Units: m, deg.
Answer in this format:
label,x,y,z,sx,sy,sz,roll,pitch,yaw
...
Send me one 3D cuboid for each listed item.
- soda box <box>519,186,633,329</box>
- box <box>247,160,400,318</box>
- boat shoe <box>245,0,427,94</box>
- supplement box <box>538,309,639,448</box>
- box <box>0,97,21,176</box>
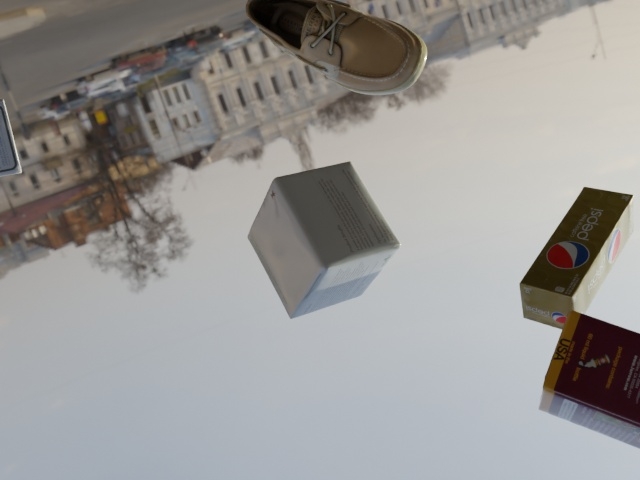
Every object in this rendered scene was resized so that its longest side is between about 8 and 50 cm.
label,x,y,z,sx,sy,sz,roll,pitch,yaw
soda box,0.295,0.017,0.863,0.061,0.058,0.181,16,-131,36
box,0.000,0.000,0.705,0.087,0.101,0.102,-16,155,-31
boat shoe,0.013,-0.321,1.208,0.341,0.121,0.110,26,-172,37
supplement box,0.301,0.142,0.678,0.188,0.081,0.104,19,164,20
box,-0.513,-0.100,0.882,0.290,0.087,0.169,-15,-163,-21
